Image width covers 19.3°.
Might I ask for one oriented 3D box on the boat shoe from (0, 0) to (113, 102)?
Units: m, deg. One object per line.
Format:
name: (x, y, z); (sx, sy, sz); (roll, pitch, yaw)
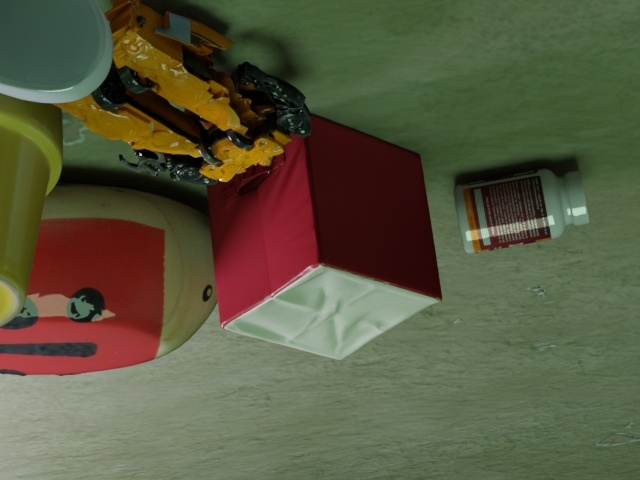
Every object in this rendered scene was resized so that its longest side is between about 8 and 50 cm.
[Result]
boat shoe: (-0.328, -0.208, 1.621); (0.367, 0.136, 0.156); (26, 167, 13)

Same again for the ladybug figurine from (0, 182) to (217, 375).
ladybug figurine: (-0.325, 0.057, 2.202); (0.449, 0.162, 0.305); (0, 151, -11)

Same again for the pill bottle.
pill bottle: (0.239, -0.038, 2.231); (0.152, 0.086, 0.086); (-10, 152, 8)

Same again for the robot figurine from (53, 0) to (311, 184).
robot figurine: (-0.145, -0.150, 1.942); (0.211, 0.085, 0.291); (-25, 146, 31)

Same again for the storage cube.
storage cube: (0.000, 0.000, 2.138); (0.215, 0.193, 0.183); (17, 144, -38)

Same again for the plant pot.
plant pot: (-0.387, -0.039, 1.933); (0.254, 0.239, 0.254); (-6, 152, -3)
